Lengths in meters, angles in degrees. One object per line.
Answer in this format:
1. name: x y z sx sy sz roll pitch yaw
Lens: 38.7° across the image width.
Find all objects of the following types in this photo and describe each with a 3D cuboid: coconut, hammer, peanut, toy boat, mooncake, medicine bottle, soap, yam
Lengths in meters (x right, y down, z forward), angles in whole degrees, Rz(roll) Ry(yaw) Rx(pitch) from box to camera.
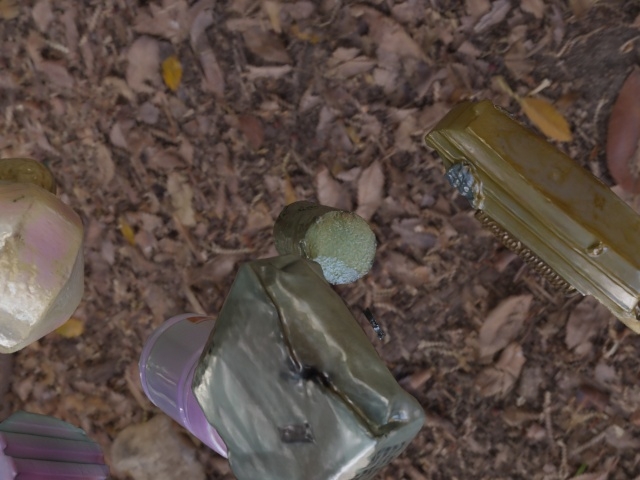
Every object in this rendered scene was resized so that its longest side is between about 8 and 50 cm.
1. coconut: -0.414 0.035 1.214 0.197 0.236 0.237 19 126 53
2. hammer: 0.095 0.154 1.776 0.062 0.017 0.182 58 178 -2
3. peanut: -0.602 -0.080 1.850 0.291 0.143 0.159 36 92 38
4. toy boat: 0.239 -0.023 0.961 0.310 0.089 0.115 38 149 3
5. mooncake: -0.023 0.168 1.016 0.250 0.136 0.254 53 131 22
6. medicine bottle: -0.180 0.256 1.629 0.315 0.202 0.202 16 125 57
7. soap: -0.502 0.409 1.619 0.109 0.324 0.193 -36 67 6
8. yam: 0.000 0.000 1.948 0.268 0.161 0.161 23 133 68

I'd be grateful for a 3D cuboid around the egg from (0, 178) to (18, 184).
1. egg: -0.569 -0.013 1.545 0.185 0.241 0.186 15 122 26
